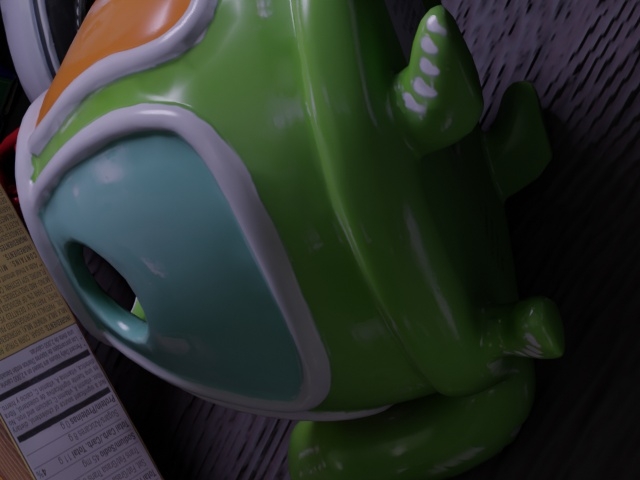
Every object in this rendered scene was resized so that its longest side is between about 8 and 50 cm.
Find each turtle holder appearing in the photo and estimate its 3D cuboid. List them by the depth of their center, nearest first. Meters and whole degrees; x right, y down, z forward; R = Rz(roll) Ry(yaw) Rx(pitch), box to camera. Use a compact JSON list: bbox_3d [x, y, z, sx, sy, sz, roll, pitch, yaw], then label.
[{"bbox_3d":[-0.003,-0.019,0.670,0.228,0.320,0.243,-14,55,16],"label":"turtle holder"}]

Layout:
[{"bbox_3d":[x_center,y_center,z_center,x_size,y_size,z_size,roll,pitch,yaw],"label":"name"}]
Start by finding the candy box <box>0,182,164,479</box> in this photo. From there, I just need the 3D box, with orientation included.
[{"bbox_3d":[-0.216,0.097,0.794,0.183,0.087,0.316,-29,90,43],"label":"candy box"}]

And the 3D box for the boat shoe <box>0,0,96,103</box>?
[{"bbox_3d":[-0.110,-0.233,0.828,0.119,0.121,0.335,5,85,37],"label":"boat shoe"}]

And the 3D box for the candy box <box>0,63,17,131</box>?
[{"bbox_3d":[-0.413,-0.139,0.894,0.268,0.317,0.122,34,107,32],"label":"candy box"}]

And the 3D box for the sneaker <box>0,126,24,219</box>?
[{"bbox_3d":[-0.115,-0.009,0.799,0.221,0.128,0.087,14,92,33],"label":"sneaker"}]
